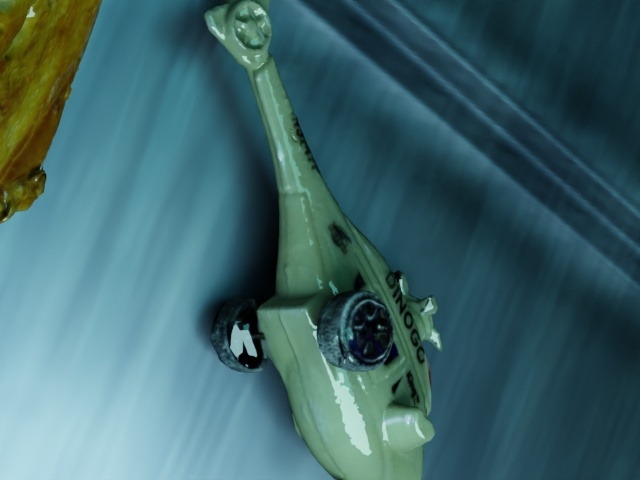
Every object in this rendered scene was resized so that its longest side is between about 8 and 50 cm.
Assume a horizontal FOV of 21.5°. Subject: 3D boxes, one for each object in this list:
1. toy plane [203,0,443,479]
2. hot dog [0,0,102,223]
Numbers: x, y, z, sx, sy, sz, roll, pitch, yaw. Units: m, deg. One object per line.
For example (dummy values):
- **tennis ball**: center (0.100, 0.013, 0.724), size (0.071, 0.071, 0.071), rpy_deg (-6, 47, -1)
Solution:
- **toy plane**: center (0.000, 0.000, 0.816), size (0.108, 0.092, 0.286), rpy_deg (-34, 109, -42)
- **hot dog**: center (-0.182, -0.070, 0.681), size (0.150, 0.153, 0.257), rpy_deg (29, 69, 5)
